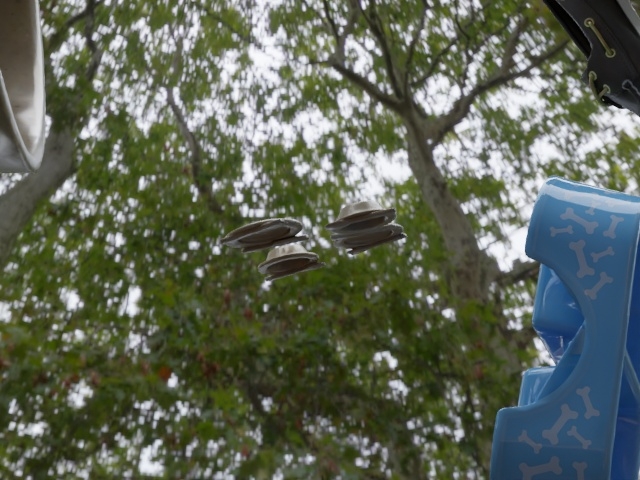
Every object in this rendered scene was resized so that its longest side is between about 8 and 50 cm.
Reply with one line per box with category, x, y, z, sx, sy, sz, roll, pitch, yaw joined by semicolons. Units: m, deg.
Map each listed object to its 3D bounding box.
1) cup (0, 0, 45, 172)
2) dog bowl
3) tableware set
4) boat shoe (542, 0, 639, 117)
cup;-0.245;-0.180;0.356;0.237;0.331;0.331;-6;-58;-11
dog bowl;0.190;0.096;0.692;0.074;0.297;0.166;4;-23;26
tableware set;0.000;0.000;0.818;0.141;0.020;0.168;-14;-15;7
boat shoe;0.256;-0.158;0.838;0.069;0.227;0.081;-27;-21;13
